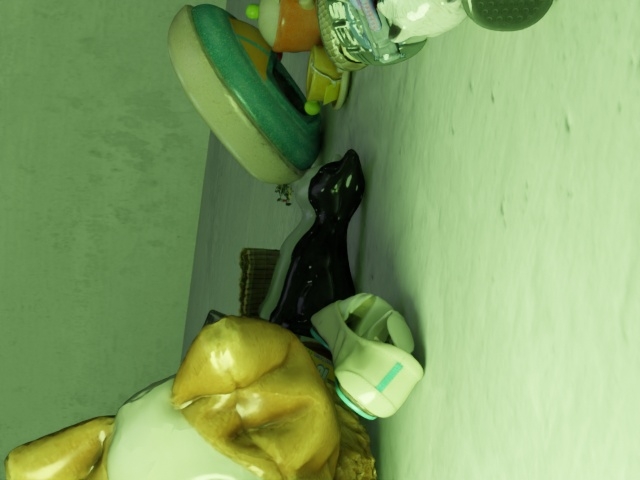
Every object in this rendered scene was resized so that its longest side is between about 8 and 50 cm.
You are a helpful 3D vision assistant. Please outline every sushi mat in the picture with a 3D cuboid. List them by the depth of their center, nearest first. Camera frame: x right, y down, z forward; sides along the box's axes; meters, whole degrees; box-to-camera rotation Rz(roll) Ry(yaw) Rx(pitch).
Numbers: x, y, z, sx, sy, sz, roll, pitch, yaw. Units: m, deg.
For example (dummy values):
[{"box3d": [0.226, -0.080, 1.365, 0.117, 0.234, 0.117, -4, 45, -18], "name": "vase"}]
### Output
[{"box3d": [-0.061, 0.086, 2.122, 0.316, 0.019, 0.151, 5, -89, -78], "name": "sushi mat"}]

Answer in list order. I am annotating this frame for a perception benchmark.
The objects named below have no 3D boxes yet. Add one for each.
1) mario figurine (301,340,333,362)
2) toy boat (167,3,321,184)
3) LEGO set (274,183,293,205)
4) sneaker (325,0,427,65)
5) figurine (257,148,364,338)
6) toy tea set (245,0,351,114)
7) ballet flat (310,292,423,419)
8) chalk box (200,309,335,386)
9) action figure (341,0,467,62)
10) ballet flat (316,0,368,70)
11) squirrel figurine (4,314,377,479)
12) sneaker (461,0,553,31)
[{"box3d": [-0.026, 0.283, 1.927, 0.198, 0.170, 0.320, 39, -120, -56], "name": "mario figurine"}, {"box3d": [-0.079, -0.226, 2.259, 0.267, 0.148, 0.318, 51, -164, -15], "name": "toy boat"}, {"box3d": [-0.050, -0.078, 2.512, 0.083, 0.023, 0.054, -114, 25, -45], "name": "LEGO set"}, {"box3d": [0.021, -0.313, 1.607, 0.129, 0.111, 0.297, -82, -23, -60], "name": "sneaker"}, {"box3d": [0.000, 0.000, 1.944, 0.215, 0.092, 0.209, -164, 87, -82], "name": "figurine"}, {"box3d": [-0.014, -0.326, 2.038, 0.200, 0.124, 0.336, -97, 14, -55], "name": "toy tea set"}, {"box3d": [0.048, 0.094, 1.594, 0.248, 0.086, 0.086, -120, 36, -73], "name": "ballet flat"}, {"box3d": [-0.078, 0.203, 1.794, 0.132, 0.132, 0.213, 17, 80, 43], "name": "chalk box"}, {"box3d": [0.067, -0.314, 1.363, 0.341, 0.178, 0.330, 57, -154, -62], "name": "action figure"}, {"box3d": [0.051, -0.302, 1.800, 0.058, 0.084, 0.250, 17, 99, 57], "name": "ballet flat"}, {"box3d": [-0.039, 0.302, 1.524, 0.397, 0.281, 0.370, 16, -133, -62], "name": "squirrel figurine"}, {"box3d": [0.132, -0.290, 1.157, 0.145, 0.090, 0.270, -99, 14, -50], "name": "sneaker"}]
